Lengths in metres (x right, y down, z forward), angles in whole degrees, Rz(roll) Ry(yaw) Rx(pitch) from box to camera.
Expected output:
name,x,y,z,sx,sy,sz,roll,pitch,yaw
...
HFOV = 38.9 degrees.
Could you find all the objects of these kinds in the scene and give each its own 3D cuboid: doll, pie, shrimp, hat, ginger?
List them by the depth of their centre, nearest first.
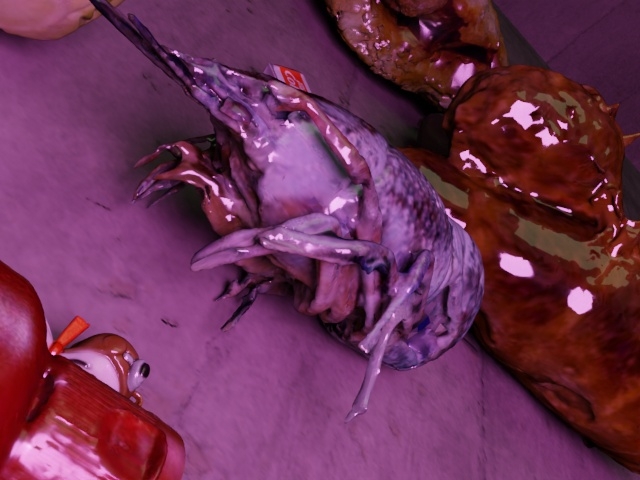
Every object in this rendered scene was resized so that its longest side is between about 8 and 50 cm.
name,x,y,z,sx,sy,sz,roll,pitch,yaw
doll,-0.115,0.047,0.390,0.085,0.040,0.058,53,34,3
shrimp,0.001,0.001,0.522,0.372,0.137,0.172,26,17,-47
ginger,0.230,0.023,0.792,0.418,0.254,0.176,47,-9,-9
hat,0.161,-0.062,1.013,0.147,0.085,0.175,-3,79,-74
pie,0.132,-0.304,1.177,0.418,0.180,0.395,41,28,-51

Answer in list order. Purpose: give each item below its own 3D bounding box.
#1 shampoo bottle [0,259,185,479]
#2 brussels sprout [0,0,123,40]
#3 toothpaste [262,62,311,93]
name,x,y,z,sx,sy,sz,roll,pitch,yaw
shampoo bottle,-0.181,0.008,0.276,0.314,0.076,0.118,41,23,-22
brussels sprout,-0.170,-0.183,0.524,0.155,0.117,0.155,19,52,-27
toothpaste,-0.009,-0.058,0.721,0.040,0.047,0.196,9,46,-37
